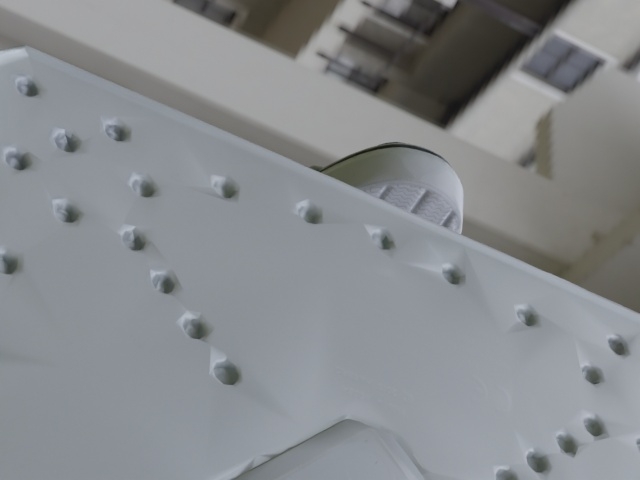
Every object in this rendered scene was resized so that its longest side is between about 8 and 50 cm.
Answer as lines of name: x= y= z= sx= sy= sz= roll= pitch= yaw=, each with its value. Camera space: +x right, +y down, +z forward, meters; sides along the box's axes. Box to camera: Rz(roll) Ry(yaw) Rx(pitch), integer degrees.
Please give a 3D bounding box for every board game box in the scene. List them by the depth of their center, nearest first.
board game box: x=0.005 y=0.140 z=0.623 sx=0.050 sy=0.390 sz=0.389 roll=-49 pitch=-154 yaw=43

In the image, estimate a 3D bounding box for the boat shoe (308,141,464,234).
boat shoe: x=0.000 y=0.000 z=1.166 sx=0.335 sy=0.121 sz=0.119 roll=-43 pitch=-152 yaw=52
